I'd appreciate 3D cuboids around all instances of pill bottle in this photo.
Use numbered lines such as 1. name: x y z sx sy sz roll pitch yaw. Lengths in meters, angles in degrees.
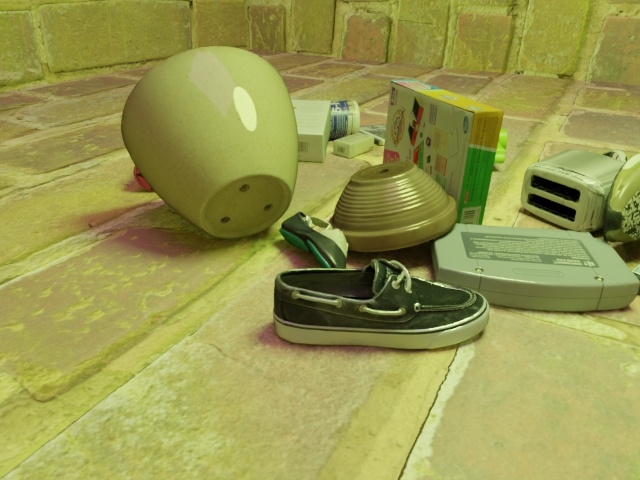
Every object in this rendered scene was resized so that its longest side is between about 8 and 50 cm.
1. pill bottle: 0.015 -0.358 1.550 0.187 0.111 0.112 -5 28 -11

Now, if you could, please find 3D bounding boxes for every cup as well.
1. cup: -0.171 -0.143 0.961 0.332 0.331 0.236 -12 56 -24

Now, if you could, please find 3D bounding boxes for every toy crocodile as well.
1. toy crocodile: 0.424 -0.284 1.450 0.115 0.105 0.340 -2 32 -6

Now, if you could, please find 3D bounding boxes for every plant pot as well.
1. plant pot: 0.122 -0.075 0.945 0.238 0.109 0.237 -12 19 4

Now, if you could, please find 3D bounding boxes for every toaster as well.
1. toaster: 0.516 -0.105 1.059 0.147 0.129 0.227 -18 34 -28

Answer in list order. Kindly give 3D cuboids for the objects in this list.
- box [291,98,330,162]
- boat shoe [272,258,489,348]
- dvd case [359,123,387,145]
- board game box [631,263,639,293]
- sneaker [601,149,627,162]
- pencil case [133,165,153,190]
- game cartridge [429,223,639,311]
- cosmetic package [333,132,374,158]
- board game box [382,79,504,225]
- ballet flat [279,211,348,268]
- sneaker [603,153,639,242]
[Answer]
1. box: -0.044 -0.298 1.404 0.130 0.091 0.170 4 45 7
2. boat shoe: 0.086 0.076 0.712 0.302 0.102 0.108 1 27 0
3. dvd case: 0.227 -0.337 1.619 0.222 0.018 0.164 -13 31 -26
4. board game box: 0.606 0.058 0.841 0.201 0.035 0.136 -21 35 -38
5. sneaker: 0.704 -0.172 1.264 0.077 0.071 0.178 -7 20 8
6. pencil case: -0.365 -0.187 1.231 0.098 0.095 0.209 15 28 -8
7. game cartridge: 0.333 0.040 0.850 0.298 0.062 0.198 4 31 6
8. cosmetic package: 0.093 -0.265 1.447 0.060 0.041 0.115 22 34 36
9. board game box: 0.232 -0.184 1.077 0.064 0.242 0.316 -7 29 -19
10. ballet flat: 0.000 0.000 0.883 0.074 0.074 0.203 -14 29 -27
11. sneaker: 0.670 -0.074 0.907 0.411 0.157 0.182 -13 21 -23
